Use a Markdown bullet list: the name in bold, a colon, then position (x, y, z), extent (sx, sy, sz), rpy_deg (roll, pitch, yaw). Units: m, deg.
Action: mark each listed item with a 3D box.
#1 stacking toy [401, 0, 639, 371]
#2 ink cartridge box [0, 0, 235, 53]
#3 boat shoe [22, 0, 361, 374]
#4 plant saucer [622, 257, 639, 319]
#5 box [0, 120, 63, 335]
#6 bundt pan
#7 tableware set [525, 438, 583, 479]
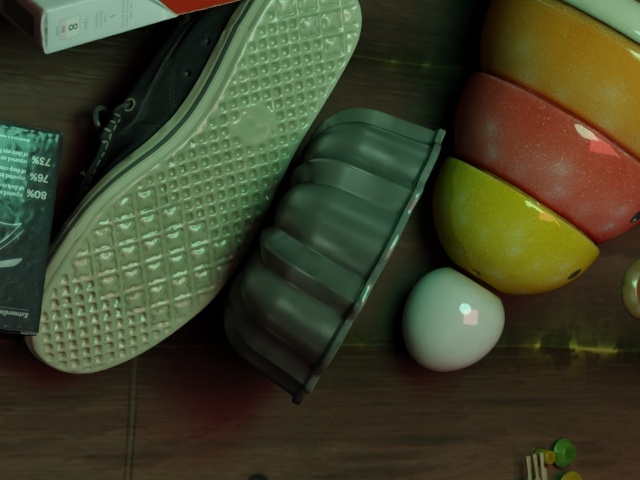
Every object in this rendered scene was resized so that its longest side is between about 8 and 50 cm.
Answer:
- **stacking toy**: position (0.247, -0.057, 2.122), extent (0.351, 0.350, 0.480), rpy_deg (31, 93, -32)
- **ink cartridge box**: position (-0.224, -0.275, 1.805), extent (0.232, 0.189, 0.066), rpy_deg (-24, 137, -30)
- **boat shoe**: position (-0.145, -0.082, 1.888), extent (0.187, 0.156, 0.500), rpy_deg (38, 82, -35)
- **plant saucer**: position (0.428, 0.063, 2.371), extent (0.083, 0.015, 0.083), rpy_deg (-1, 91, -35)
- **box**: position (-0.350, -0.017, 1.766), extent (0.153, 0.108, 0.207), rpy_deg (10, 86, -35)
- **bundt pan**: position (0.000, 0.000, 1.911), extent (0.124, 0.331, 0.330), rpy_deg (28, 73, -1)
- **tableware set**: position (0.291, 0.330, 2.279), extent (0.104, 0.024, 0.154), rpy_deg (-10, 96, -38)
